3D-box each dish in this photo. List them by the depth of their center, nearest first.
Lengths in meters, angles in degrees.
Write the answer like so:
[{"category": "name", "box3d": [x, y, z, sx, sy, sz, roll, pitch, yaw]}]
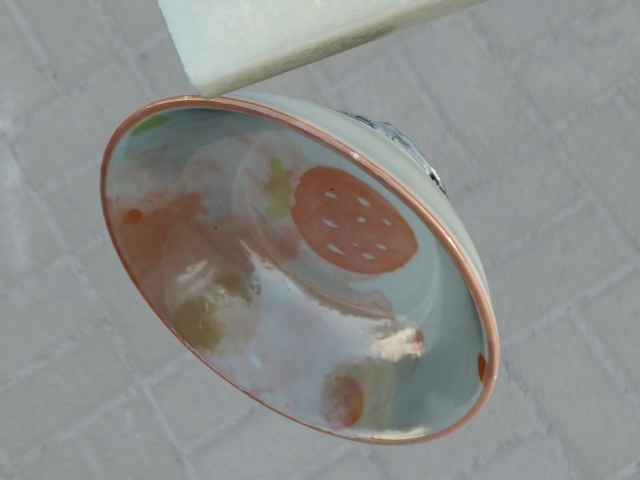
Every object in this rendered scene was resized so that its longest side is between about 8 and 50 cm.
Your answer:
[{"category": "dish", "box3d": [0.000, 0.000, 0.799, 0.260, 0.260, 0.085, 26, 52, 15]}]

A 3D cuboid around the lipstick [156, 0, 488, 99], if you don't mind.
[{"category": "lipstick", "box3d": [0.071, -0.114, 0.414, 0.253, 0.079, 0.077, -21, 93, 4]}]
